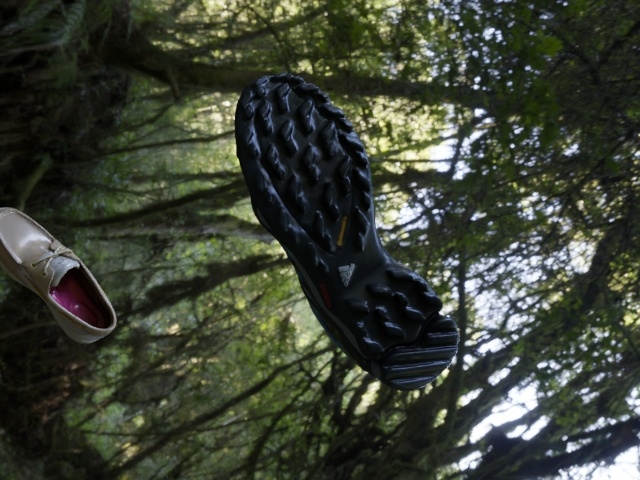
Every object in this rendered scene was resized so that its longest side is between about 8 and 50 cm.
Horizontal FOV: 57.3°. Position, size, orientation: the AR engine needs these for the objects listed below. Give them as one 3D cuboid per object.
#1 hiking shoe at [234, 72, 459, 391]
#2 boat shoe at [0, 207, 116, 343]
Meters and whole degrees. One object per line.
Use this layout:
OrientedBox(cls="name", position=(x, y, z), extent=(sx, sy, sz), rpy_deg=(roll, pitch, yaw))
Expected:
OrientedBox(cls="hiking shoe", position=(0.000, 0.000, 0.537), extent=(0.303, 0.113, 0.132), rpy_deg=(64, -20, 2))
OrientedBox(cls="boat shoe", position=(-0.269, 0.033, 0.602), extent=(0.059, 0.063, 0.170), rpy_deg=(-16, -63, 42))
